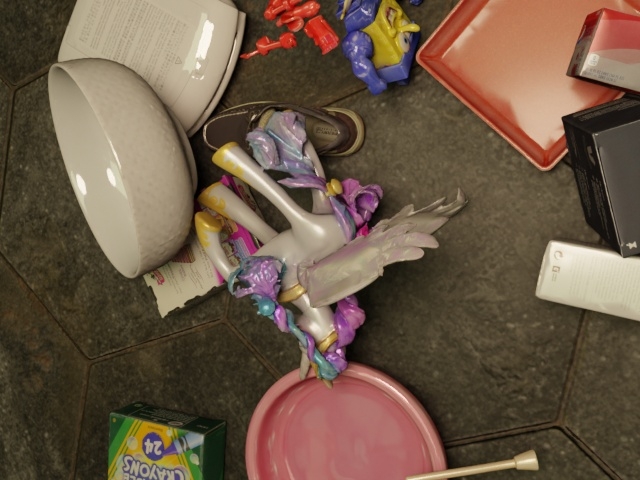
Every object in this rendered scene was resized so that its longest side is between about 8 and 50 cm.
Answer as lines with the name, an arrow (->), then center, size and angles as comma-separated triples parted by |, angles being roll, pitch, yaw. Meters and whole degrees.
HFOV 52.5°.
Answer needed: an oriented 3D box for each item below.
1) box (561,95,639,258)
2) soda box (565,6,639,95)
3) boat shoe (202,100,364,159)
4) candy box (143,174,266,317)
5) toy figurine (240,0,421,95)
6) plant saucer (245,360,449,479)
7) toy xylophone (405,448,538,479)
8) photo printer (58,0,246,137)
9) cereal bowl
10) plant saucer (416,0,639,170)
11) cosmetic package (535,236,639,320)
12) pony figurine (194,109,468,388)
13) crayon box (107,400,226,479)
box -> 0.375, -0.083, 0.799 | 0.093, 0.158, 0.156 | -17, 105, 12
soda box -> 0.446, -0.204, 0.785 | 0.263, 0.092, 0.083 | 17, 106, 5
boat shoe -> -0.075, -0.178, 1.046 | 0.285, 0.092, 0.102 | 7, 96, 23
candy box -> -0.203, 0.012, 1.123 | 0.233, 0.071, 0.159 | -29, 81, 21
toy figurine -> 0.063, -0.325, 0.965 | 0.191, 0.217, 0.362 | -15, 43, 37
plant saucer -> 0.043, 0.349, 1.032 | 0.332, 0.084, 0.332 | 2, 94, 22
toy xylophone -> 0.228, 0.428, 0.902 | 0.323, 0.081, 0.236 | -18, 102, 4
photo printer -> -0.283, -0.341, 1.117 | 0.307, 0.107, 0.256 | 33, 106, 18
cereal bowl -> -0.290, -0.121, 1.004 | 0.339, 0.141, 0.339 | 39, 142, 40
plant saucer -> 0.311, -0.273, 0.902 | 0.258, 0.048, 0.259 | 46, 109, 14
cosmetic package -> 0.410, 0.057, 0.842 | 0.231, 0.117, 0.085 | 14, 99, 23
pony figurine -> 0.000, 0.000, 0.924 | 0.351, 0.303, 0.363 | -40, 82, 30
crayon box -> -0.283, 0.476, 1.178 | 0.203, 0.083, 0.322 | 5, 95, 23
